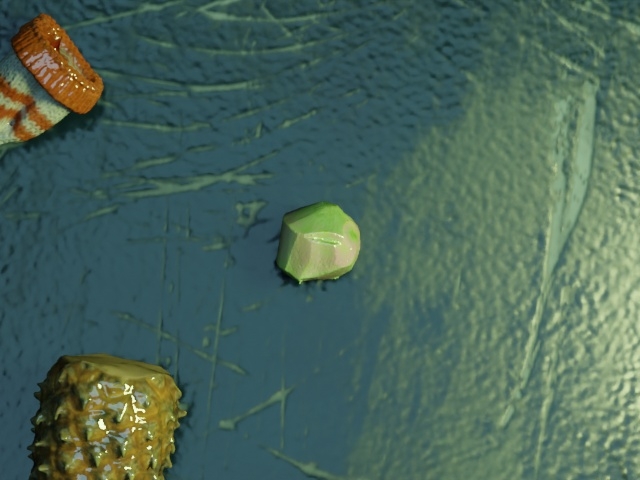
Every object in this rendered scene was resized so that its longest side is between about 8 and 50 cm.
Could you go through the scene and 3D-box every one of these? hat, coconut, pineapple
[{"bbox_3d":[-0.308,-0.139,1.609,0.162,0.093,0.112,-42,76,12],"label":"hat"},{"bbox_3d":[0.000,0.000,1.598,0.083,0.082,0.081,30,113,40],"label":"coconut"},{"bbox_3d":[-0.233,0.265,1.535,0.170,0.141,0.310,12,90,-2],"label":"pineapple"}]
